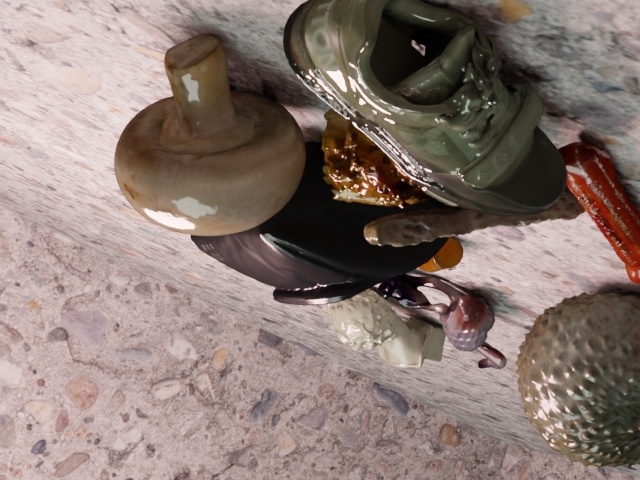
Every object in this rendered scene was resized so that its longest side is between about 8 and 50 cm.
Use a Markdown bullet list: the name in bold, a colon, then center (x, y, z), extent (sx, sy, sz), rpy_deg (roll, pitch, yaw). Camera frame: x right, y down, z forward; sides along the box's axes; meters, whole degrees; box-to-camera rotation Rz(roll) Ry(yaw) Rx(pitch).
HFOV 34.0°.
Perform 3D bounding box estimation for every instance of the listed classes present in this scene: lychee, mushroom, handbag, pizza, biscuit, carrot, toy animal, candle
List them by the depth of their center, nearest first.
- **pizza**: center (0.091, -0.082, 1.077), extent (0.161, 0.085, 0.305), rpy_deg (28, 164, -30)
- **candle**: center (0.308, -0.022, 1.080), extent (0.051, 0.048, 0.329), rpy_deg (-29, 147, 16)
- **mushroom**: center (-0.121, -0.116, 1.109), extent (0.207, 0.207, 0.215), rpy_deg (15, 134, 23)
- **biscuit**: center (0.149, -0.024, 1.112), extent (0.250, 0.032, 0.133), rpy_deg (-9, -175, -20)
- **handbag**: center (-0.002, 0.003, 1.366), extent (0.275, 0.177, 0.302), rpy_deg (26, 167, -22)
- **lychee**: center (0.392, 0.181, 1.415), extent (0.255, 0.255, 0.274), rpy_deg (24, -161, -15)
- **carrot**: center (0.164, 0.026, 1.510), extent (0.048, 0.048, 0.139), rpy_deg (22, 170, -7)
- **toy animal**: center (0.244, 0.139, 1.769), extent (0.324, 0.090, 0.195), rpy_deg (38, 167, -29)

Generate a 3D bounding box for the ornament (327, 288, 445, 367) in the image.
- **ornament**: center (0.139, 0.182, 2.051), extent (0.285, 0.120, 0.130), rpy_deg (27, 164, -35)

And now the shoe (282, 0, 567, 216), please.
- **shoe**: center (0.113, -0.108, 0.850), extent (0.293, 0.109, 0.149), rpy_deg (31, 169, -19)
